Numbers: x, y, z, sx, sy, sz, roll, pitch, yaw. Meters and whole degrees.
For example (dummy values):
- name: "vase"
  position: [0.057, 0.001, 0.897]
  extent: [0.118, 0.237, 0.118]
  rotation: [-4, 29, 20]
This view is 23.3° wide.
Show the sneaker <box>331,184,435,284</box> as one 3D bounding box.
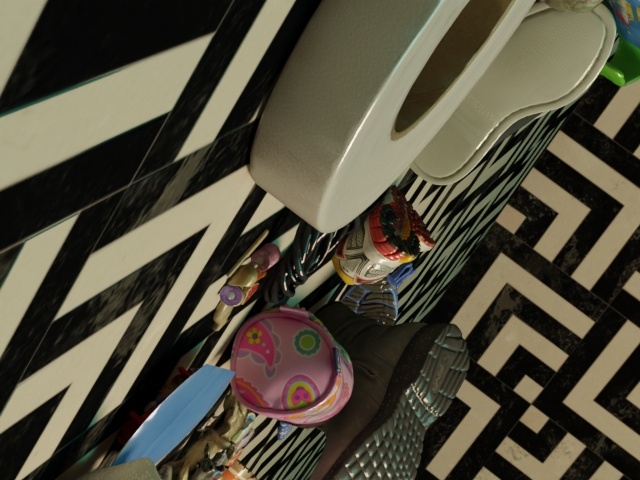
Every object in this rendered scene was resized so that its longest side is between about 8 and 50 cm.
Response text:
- name: "sneaker"
  position: [0.066, -0.003, 1.781]
  extent: [0.093, 0.088, 0.225]
  rotation: [-34, 177, 16]

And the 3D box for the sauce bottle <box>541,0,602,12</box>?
- name: "sauce bottle"
  position: [0.314, -0.362, 1.482]
  extent: [0.344, 0.111, 0.111]
  rotation: [-49, 171, -21]

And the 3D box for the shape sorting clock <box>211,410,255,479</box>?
- name: "shape sorting clock"
  position: [-0.148, 0.292, 1.915]
  extent: [0.206, 0.040, 0.206]
  rotation: [-51, 172, -11]

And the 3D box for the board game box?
- name: "board game box"
  position: [-0.144, 0.154, 1.403]
  extent: [0.133, 0.033, 0.169]
  rotation: [-48, 167, 1]

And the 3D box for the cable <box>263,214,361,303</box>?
- name: "cable"
  position: [0.000, 0.000, 1.449]
  extent: [0.150, 0.047, 0.184]
  rotation: [-56, 180, -35]

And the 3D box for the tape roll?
- name: "tape roll"
  position: [0.090, -0.177, 1.166]
  extent: [0.392, 0.072, 0.392]
  rotation: [-51, 171, -11]

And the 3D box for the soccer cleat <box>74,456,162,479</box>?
- name: "soccer cleat"
  position: [-0.182, 0.285, 1.380]
  extent: [0.143, 0.116, 0.331]
  rotation: [-31, 163, -18]

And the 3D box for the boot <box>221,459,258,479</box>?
- name: "boot"
  position: [-0.133, 0.346, 2.183]
  extent: [0.084, 0.059, 0.158]
  rotation: [-49, 163, -6]

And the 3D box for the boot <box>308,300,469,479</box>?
- name: "boot"
  position: [0.017, 0.221, 1.877]
  extent: [0.338, 0.223, 0.118]
  rotation: [-50, 130, -35]

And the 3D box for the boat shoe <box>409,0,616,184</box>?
- name: "boat shoe"
  position: [0.196, -0.171, 1.599]
  extent: [0.302, 0.114, 0.091]
  rotation: [-35, -169, 43]

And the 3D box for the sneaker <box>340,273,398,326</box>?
- name: "sneaker"
  position: [0.071, 0.086, 2.177]
  extent: [0.221, 0.083, 0.087]
  rotation: [99, 5, -66]

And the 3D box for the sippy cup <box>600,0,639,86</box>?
- name: "sippy cup"
  position: [0.460, -0.355, 1.993]
  extent: [0.224, 0.240, 0.305]
  rotation: [10, 79, -69]

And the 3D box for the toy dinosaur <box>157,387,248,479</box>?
- name: "toy dinosaur"
  position: [-0.153, 0.261, 1.707]
  extent: [0.268, 0.064, 0.118]
  rotation: [-48, 178, -10]

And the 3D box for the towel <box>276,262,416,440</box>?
- name: "towel"
  position: [0.036, 0.172, 2.422]
  extent: [0.243, 0.040, 0.336]
  rotation: [-47, 170, -27]

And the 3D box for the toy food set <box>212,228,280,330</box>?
- name: "toy food set"
  position: [-0.063, 0.037, 1.391]
  extent: [0.078, 0.019, 0.122]
  rotation: [-49, 171, -22]

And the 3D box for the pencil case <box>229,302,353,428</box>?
- name: "pencil case"
  position: [-0.026, 0.139, 1.678]
  extent: [0.124, 0.124, 0.284]
  rotation: [-52, 170, -5]
